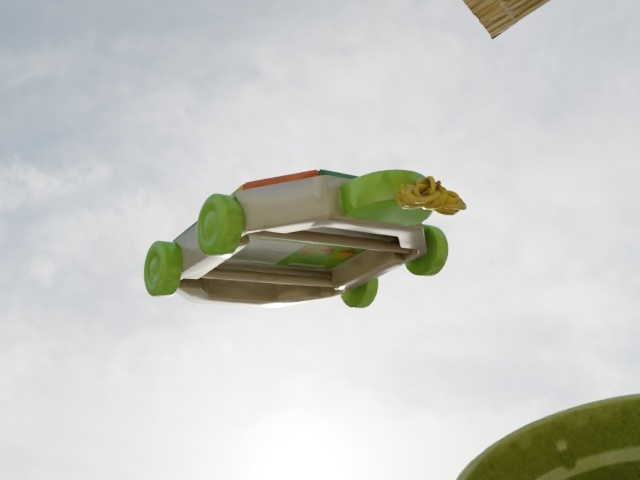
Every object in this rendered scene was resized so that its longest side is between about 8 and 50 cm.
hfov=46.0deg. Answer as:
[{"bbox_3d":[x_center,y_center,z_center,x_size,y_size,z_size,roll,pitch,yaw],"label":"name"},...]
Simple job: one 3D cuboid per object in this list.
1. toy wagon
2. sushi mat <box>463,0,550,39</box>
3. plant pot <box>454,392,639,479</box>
[{"bbox_3d":[0.000,0.000,0.737,0.267,0.068,0.344,6,-25,-35],"label":"toy wagon"},{"bbox_3d":[0.243,-0.314,0.639,0.316,0.151,0.019,-31,-16,16],"label":"sushi mat"},{"bbox_3d":[0.281,0.303,0.642,0.276,0.276,0.254,-21,-87,-5],"label":"plant pot"}]
